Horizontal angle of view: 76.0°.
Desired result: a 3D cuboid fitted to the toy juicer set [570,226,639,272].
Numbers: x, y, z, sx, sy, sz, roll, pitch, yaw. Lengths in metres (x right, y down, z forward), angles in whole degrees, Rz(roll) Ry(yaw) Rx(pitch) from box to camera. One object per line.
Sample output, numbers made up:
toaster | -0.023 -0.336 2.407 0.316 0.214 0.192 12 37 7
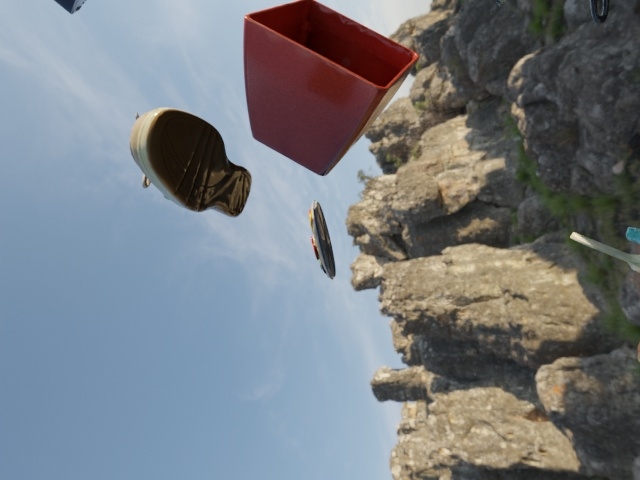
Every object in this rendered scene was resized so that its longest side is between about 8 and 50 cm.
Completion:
toy juicer set | 0.585 0.034 0.605 0.329 0.210 0.089 -137 68 -72

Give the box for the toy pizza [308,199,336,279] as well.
toy pizza | 0.000 0.000 1.007 0.201 0.032 0.201 -13 -90 -83

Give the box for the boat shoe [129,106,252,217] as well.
boat shoe | -0.173 -0.091 0.540 0.285 0.090 0.104 59 -130 -79

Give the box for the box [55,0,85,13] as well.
box | -0.402 -0.509 0.658 0.153 0.108 0.207 38 -115 -32

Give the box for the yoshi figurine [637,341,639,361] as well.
yoshi figurine | 0.400 -0.002 0.309 0.203 0.203 0.361 2 -59 -42

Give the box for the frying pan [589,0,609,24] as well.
frying pan | 0.451 -0.545 0.642 0.326 0.197 0.053 50 -161 -17

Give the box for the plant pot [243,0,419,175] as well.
plant pot | 0.002 -0.294 0.826 0.267 0.267 0.235 -54 -8 -48

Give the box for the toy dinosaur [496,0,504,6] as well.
toy dinosaur | 0.132 -0.381 0.451 0.063 0.268 0.118 -67 10 -19
